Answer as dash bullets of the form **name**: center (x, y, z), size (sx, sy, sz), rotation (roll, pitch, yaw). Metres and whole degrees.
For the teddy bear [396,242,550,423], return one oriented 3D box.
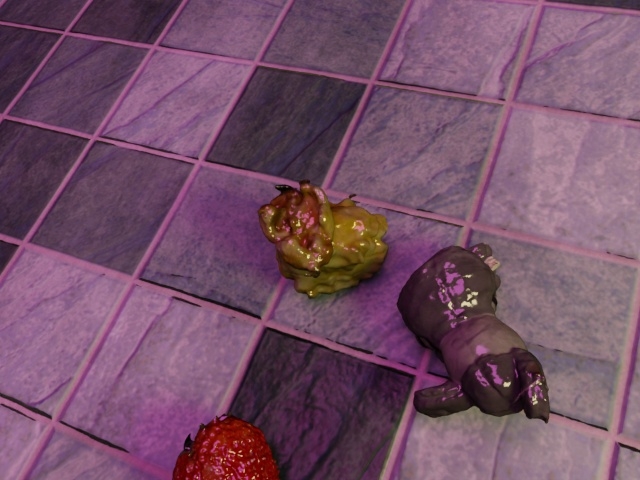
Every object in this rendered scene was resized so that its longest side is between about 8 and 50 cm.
- **teddy bear**: center (0.188, 0.142, 0.780), size (0.171, 0.144, 0.251), rotation (-30, 56, 20)

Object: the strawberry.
- **strawberry**: center (-0.118, 0.304, 0.759), size (0.131, 0.131, 0.148), rotation (-31, 51, -5)

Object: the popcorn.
- **popcorn**: center (0.010, 0.000, 0.857), size (0.168, 0.195, 0.174), rotation (-2, 67, 13)
